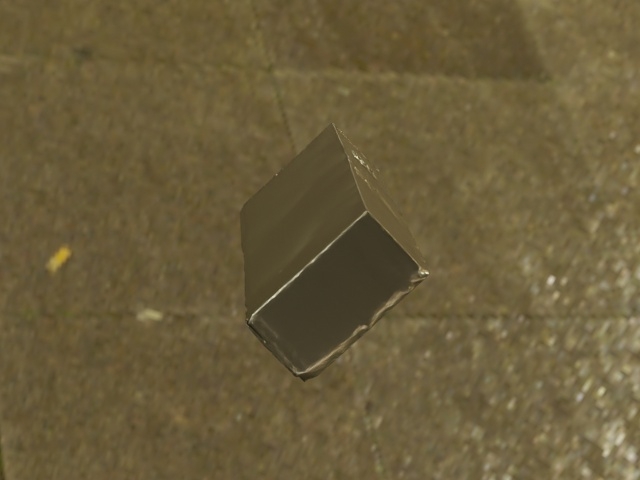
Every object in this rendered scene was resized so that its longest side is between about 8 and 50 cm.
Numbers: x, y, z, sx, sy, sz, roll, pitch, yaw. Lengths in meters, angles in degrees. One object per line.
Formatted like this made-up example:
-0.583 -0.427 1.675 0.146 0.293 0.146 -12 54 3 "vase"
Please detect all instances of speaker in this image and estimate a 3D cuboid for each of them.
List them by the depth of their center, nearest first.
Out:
0.000 0.000 0.903 0.044 0.082 0.218 45 7 -13 "speaker"
